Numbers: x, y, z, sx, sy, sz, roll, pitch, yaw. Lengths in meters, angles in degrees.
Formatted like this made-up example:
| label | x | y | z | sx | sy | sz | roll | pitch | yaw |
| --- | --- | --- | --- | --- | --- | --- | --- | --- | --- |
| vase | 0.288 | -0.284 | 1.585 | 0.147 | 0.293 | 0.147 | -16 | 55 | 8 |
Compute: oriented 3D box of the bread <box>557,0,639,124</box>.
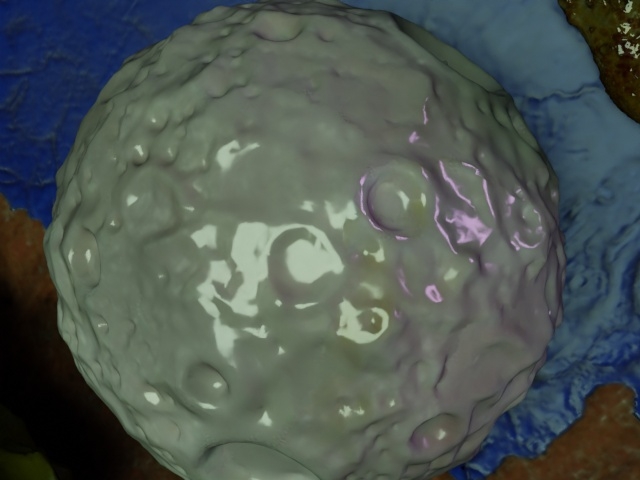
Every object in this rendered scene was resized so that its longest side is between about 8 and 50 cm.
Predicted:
| label | x | y | z | sx | sy | sz | roll | pitch | yaw |
| --- | --- | --- | --- | --- | --- | --- | --- | --- | --- |
| bread | 0.221 | -0.139 | 0.439 | 0.193 | 0.064 | 0.193 | 4 | 103 | 18 |

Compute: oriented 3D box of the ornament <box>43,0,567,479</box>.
| label | x | y | z | sx | sy | sz | roll | pitch | yaw |
| --- | --- | --- | --- | --- | --- | --- | --- | --- | --- |
| ornament | 0.000 | 0.000 | 0.427 | 0.259 | 0.259 | 0.225 | 37 | 112 | 8 |

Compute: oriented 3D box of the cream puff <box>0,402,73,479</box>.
| label | x | y | z | sx | sy | sz | roll | pitch | yaw |
| --- | --- | --- | --- | --- | --- | --- | --- | --- | --- |
| cream puff | -0.318 | 0.167 | 0.565 | 0.378 | 0.275 | 0.378 | 10 | 132 | 12 |
